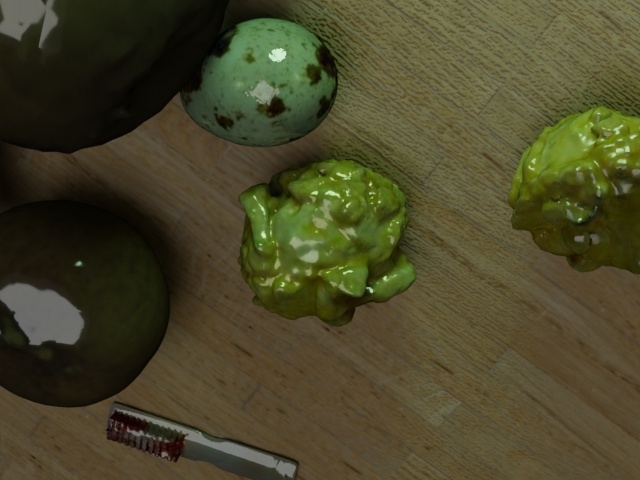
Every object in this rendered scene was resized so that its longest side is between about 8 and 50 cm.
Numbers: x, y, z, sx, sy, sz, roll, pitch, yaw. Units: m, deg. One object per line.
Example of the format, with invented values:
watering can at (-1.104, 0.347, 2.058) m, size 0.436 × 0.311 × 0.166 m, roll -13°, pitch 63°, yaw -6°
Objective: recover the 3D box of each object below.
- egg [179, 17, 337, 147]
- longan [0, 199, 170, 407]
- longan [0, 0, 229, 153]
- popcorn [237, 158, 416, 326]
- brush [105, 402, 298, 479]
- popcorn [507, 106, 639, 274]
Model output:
egg at (-0.085, -0.206, 1.746) m, size 0.231 × 0.169 × 0.169 m, roll -7°, pitch 114°, yaw 33°
longan at (-0.377, 0.087, 1.903) m, size 0.319 × 0.319 × 0.318 m, roll 7°, pitch 117°, yaw 13°
longan at (-0.314, -0.303, 1.617) m, size 0.436 × 0.404 × 0.404 m, roll -21°, pitch 109°, yaw 40°
popcorn at (0.000, 0.000, 1.813) m, size 0.256 × 0.195 × 0.255 m, roll -43°, pitch 104°, yaw 10°
brush at (-0.196, 0.338, 2.119) m, size 0.321 × 0.050 × 0.060 m, roll 16°, pitch 115°, yaw 7°
popcorn at (0.364, -0.064, 1.692) m, size 0.233 × 0.192 × 0.266 m, roll 16°, pitch 144°, yaw -9°
